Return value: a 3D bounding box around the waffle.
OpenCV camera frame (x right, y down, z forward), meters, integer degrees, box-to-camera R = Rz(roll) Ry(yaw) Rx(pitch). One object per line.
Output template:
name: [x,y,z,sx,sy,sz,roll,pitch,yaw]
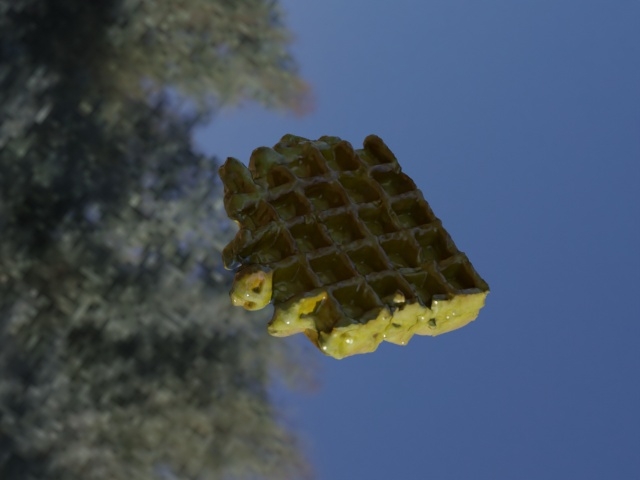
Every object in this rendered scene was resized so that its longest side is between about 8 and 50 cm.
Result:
waffle: [0.000,0.000,1.503,0.219,0.229,0.057,-15,148,-36]
